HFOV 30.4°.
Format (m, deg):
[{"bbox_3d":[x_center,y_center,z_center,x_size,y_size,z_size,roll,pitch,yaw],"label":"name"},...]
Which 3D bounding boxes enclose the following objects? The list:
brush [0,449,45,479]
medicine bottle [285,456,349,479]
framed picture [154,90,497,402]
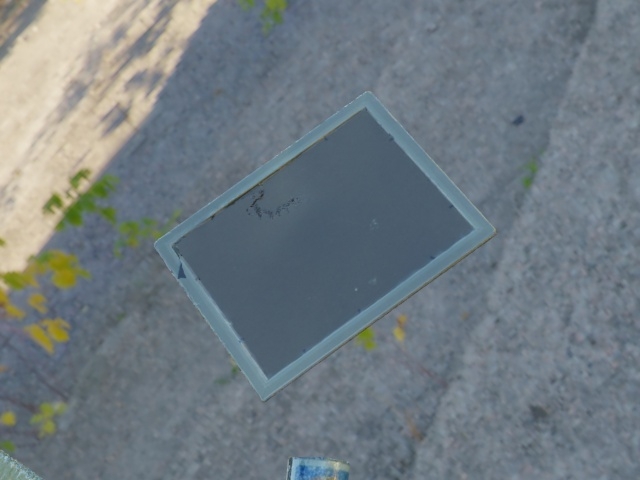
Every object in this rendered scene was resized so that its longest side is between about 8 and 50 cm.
[{"bbox_3d":[-0.267,0.231,0.893,0.218,0.082,0.010,-57,-4,32],"label":"brush"},{"bbox_3d":[-0.010,0.261,0.891,0.051,0.051,0.191,-8,69,40],"label":"medicine bottle"},{"bbox_3d":[0.000,0.000,1.141,0.273,0.016,0.216,-35,62,-6],"label":"framed picture"}]
